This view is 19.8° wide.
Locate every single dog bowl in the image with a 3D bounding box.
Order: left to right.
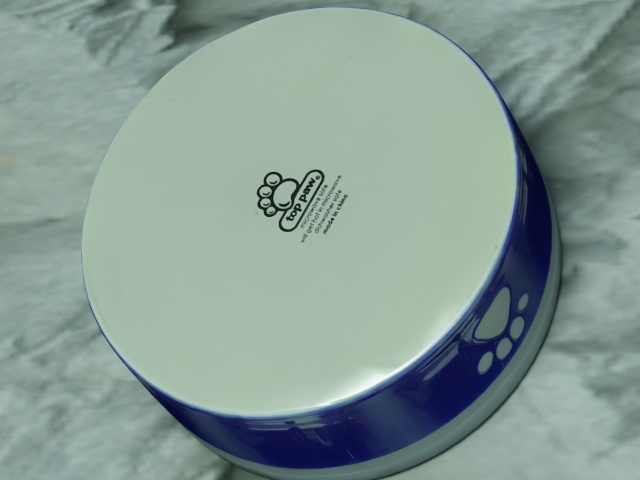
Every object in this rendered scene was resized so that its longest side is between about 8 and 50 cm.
[{"bbox_3d":[0.000,0.000,1.060,0.265,0.104,0.265,-9,61,16],"label":"dog bowl"}]
